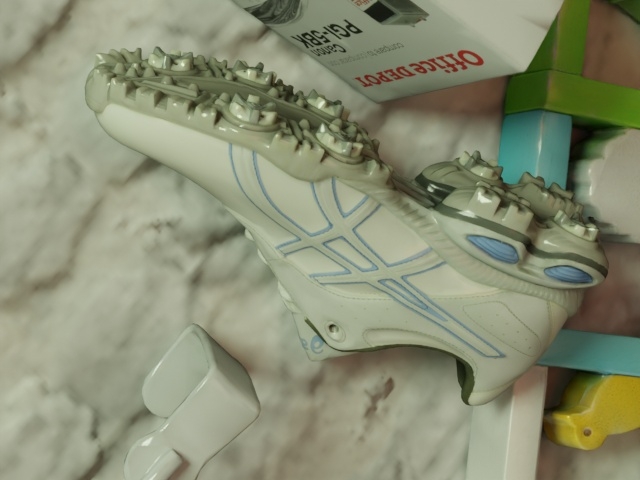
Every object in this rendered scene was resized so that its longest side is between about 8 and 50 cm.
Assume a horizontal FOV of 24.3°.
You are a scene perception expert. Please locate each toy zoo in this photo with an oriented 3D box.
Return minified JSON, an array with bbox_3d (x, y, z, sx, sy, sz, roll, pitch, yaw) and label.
[{"bbox_3d":[0.148,0.043,0.560,0.192,0.030,0.293,8,86,-25],"label":"toy zoo"}]

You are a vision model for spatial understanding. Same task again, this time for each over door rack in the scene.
[{"bbox_3d":[-0.185,0.081,0.359,0.239,0.108,0.324,45,71,-19],"label":"over door rack"}]

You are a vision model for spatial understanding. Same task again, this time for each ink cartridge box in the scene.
[{"bbox_3d":[0.001,-0.104,0.456,0.135,0.099,0.056,33,75,-21],"label":"ink cartridge box"}]

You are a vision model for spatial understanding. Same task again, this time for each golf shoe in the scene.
[{"bbox_3d":[0.000,0.000,0.474,0.176,0.069,0.086,23,109,-7],"label":"golf shoe"}]
